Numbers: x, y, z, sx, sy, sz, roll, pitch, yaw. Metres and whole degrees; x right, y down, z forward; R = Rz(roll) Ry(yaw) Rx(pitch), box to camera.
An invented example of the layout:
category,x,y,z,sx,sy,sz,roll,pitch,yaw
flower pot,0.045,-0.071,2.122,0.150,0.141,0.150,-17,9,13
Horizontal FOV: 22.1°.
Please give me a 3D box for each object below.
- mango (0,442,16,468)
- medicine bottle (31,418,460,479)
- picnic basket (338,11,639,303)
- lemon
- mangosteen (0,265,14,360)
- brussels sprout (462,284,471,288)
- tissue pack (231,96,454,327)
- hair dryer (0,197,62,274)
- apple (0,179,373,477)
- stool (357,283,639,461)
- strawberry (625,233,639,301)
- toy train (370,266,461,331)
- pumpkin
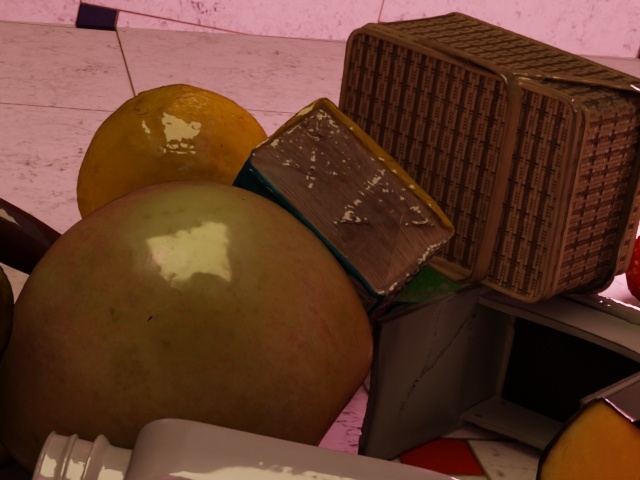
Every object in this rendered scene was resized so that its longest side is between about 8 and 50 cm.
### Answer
category,x,y,z,sx,sy,sz,roll,pitch,yaw
mango,-0.287,0.176,1.520,0.079,0.057,0.114,-35,2,45
medicine bottle,-0.060,0.229,1.243,0.324,0.179,0.124,10,39,-1
picnic basket,0.173,-0.090,1.685,0.313,0.228,0.175,27,28,37
lemon,-0.173,-0.066,2.013,0.260,0.260,0.284,13,3,16
mangosteen,-0.434,0.062,1.305,0.381,0.381,0.421,-2,16,-27
brussels sprout,0.175,-0.051,2.083,0.294,0.259,0.227,-2,21,-20
tissue pack,0.000,0.000,1.620,0.134,0.271,0.192,-41,85,-25
hair dryer,-0.349,0.002,1.585,0.340,0.312,0.123,30,49,-4
apple,-0.112,0.110,1.422,0.277,0.319,0.319,35,27,17
stool,0.216,0.160,1.609,0.243,0.170,0.269,20,23,36
strawberry,0.568,0.000,2.165,0.351,0.267,0.312,-22,-9,1
toy train,0.048,0.044,1.864,0.243,0.188,0.132,3,20,-17
pumpkin,0.324,0.285,1.395,0.312,0.169,0.148,31,-6,22
